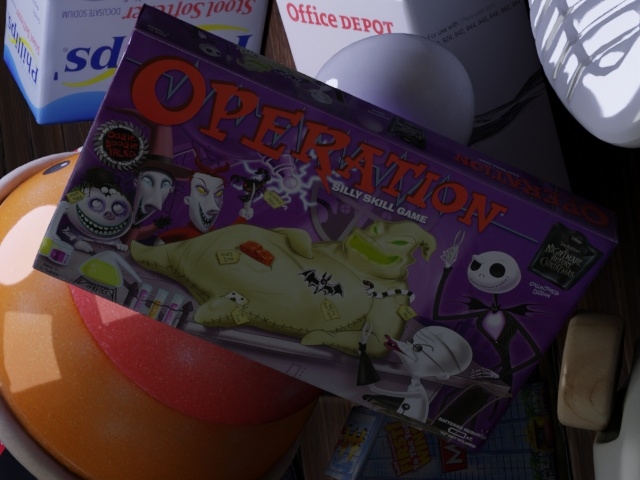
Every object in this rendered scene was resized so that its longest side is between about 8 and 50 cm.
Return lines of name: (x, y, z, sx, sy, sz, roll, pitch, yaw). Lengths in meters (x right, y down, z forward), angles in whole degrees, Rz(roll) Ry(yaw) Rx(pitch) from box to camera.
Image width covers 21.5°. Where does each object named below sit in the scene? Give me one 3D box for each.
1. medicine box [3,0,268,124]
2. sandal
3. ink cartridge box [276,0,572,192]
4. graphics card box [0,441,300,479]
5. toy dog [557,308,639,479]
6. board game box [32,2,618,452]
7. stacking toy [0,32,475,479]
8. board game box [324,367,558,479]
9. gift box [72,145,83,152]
medicine box: (-0.200, -0.294, 1.866, 0.149, 0.263, 0.289, -124, 34, -45)
sandal: (0.216, -0.240, 1.177, 0.169, 0.102, 0.416, -49, 38, 41)
ink cartridge box: (0.087, -0.100, 1.365, 0.198, 0.115, 0.273, 20, 132, 55)
graphics card box: (-0.216, 0.255, 1.946, 0.094, 0.371, 0.233, -45, 58, 61)
toy dog: (0.234, 0.194, 1.174, 0.220, 0.161, 0.334, 28, 96, 17)
board game box: (0.000, 0.000, 1.144, 0.056, 0.347, 0.208, -82, 17, -61)
stacking toy: (-0.041, -0.010, 1.308, 0.480, 0.350, 0.351, -38, 61, 42)
board game box: (0.096, 0.136, 1.430, 0.060, 0.194, 0.194, 178, 84, -66)
gift box: (-0.135, 0.015, 1.828, 0.276, 0.258, 0.255, 139, 121, -61)
